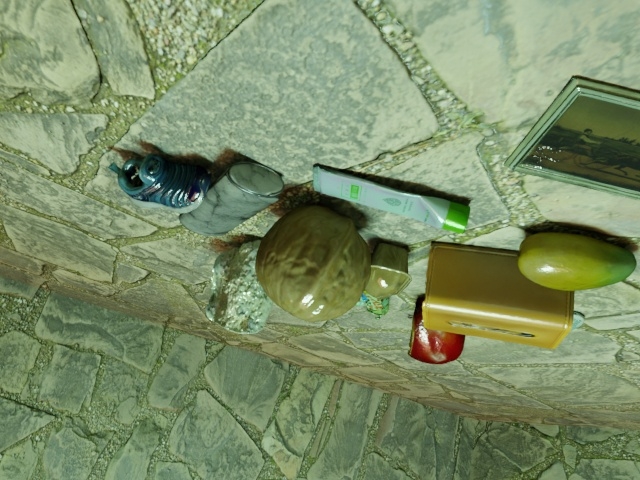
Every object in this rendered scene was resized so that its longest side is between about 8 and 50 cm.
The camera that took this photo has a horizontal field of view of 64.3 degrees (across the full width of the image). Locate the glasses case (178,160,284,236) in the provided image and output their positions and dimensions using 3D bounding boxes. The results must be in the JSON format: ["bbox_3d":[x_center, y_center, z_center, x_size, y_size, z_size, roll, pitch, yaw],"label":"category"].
[{"bbox_3d":[-0.188,-0.075,1.014,0.114,0.060,0.299,15,159,-27],"label":"glasses case"}]

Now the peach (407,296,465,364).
[{"bbox_3d":[0.321,0.257,1.399,0.153,0.159,0.267,5,155,7],"label":"peach"}]

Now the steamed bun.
[{"bbox_3d":[-0.193,0.119,1.263,0.170,0.226,0.200,19,159,-13],"label":"steamed bun"}]

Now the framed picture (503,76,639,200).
[{"bbox_3d":[0.393,-0.112,0.650,0.252,0.014,0.197,14,157,1],"label":"framed picture"}]

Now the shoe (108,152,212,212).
[{"bbox_3d":[-0.298,-0.112,0.955,0.207,0.092,0.106,5,156,23],"label":"shoe"}]

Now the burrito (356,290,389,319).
[{"bbox_3d":[0.129,0.146,1.361,0.104,0.054,0.288,7,157,16],"label":"burrito"}]

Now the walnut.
[{"bbox_3d":[-0.011,0.043,0.988,0.228,0.228,0.228,12,158,5],"label":"walnut"}]

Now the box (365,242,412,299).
[{"bbox_3d":[0.139,0.076,1.127,0.111,0.111,0.177,14,157,0],"label":"box"}]

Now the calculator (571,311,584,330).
[{"bbox_3d":[0.590,0.203,1.267,0.095,0.021,0.153,14,157,0],"label":"calculator"}]

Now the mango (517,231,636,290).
[{"bbox_3d":[0.443,0.037,0.886,0.194,0.092,0.130,1,152,8],"label":"mango"}]

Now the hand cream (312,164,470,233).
[{"bbox_3d":[0.117,-0.073,0.879,0.275,0.050,0.079,16,131,7],"label":"hand cream"}]

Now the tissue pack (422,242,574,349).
[{"bbox_3d":[0.357,0.117,1.049,0.274,0.145,0.194,6,155,17],"label":"tissue pack"}]
